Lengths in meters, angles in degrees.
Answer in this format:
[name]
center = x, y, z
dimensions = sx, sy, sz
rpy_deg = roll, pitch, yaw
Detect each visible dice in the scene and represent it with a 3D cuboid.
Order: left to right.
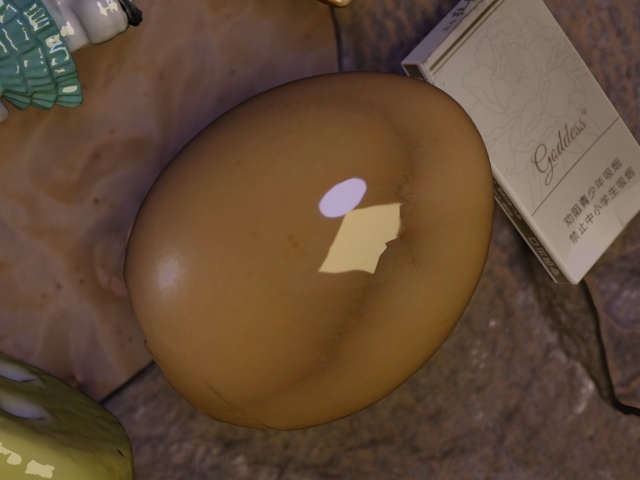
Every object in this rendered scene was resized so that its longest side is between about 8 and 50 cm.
[dice]
center = -0.222, 0.164, 1.015
dimensions = 0.169, 0.169, 0.166
rpy_deg = 22, 97, -19

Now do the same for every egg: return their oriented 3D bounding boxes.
[egg]
center = 0.000, 0.000, 1.010
dimensions = 0.201, 0.201, 0.244
rpy_deg = 35, 122, -20

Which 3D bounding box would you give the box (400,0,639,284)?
[box]
center = 0.146, -0.078, 1.113
dimensions = 0.109, 0.029, 0.198
rpy_deg = -47, 113, -22

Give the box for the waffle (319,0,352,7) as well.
[waffle]
center = -0.086, -0.294, 0.981
dimensions = 0.308, 0.091, 0.213
rpy_deg = 20, 97, -20

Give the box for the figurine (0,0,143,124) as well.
[figurine]
center = -0.234, -0.105, 0.983
dimensions = 0.245, 0.110, 0.138
rpy_deg = -33, 100, -8
